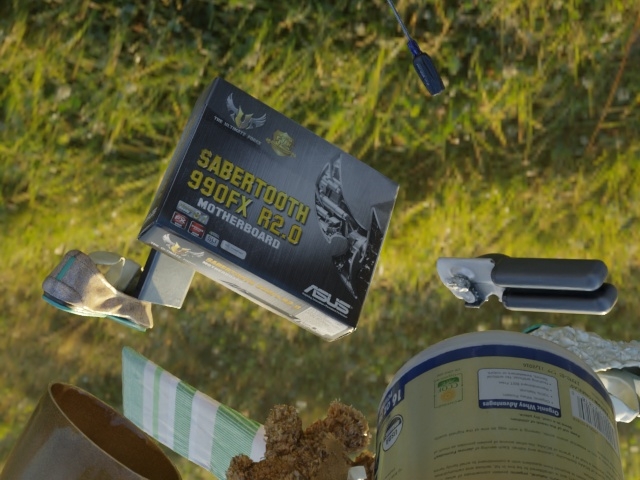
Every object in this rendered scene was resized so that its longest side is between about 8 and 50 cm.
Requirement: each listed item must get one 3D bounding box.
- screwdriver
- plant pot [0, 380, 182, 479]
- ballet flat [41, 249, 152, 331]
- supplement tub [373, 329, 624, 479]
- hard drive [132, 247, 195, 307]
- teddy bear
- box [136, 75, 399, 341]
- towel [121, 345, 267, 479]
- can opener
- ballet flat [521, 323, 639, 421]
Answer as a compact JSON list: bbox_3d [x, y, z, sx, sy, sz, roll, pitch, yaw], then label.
[{"bbox_3d":[0.096,-0.242,1.329,0.024,0.170,0.025,-30,-179,-14],"label":"screwdriver"},{"bbox_3d":[-0.368,0.369,1.636,0.237,0.237,0.254,40,90,-34],"label":"plant pot"},{"bbox_3d":[-0.327,0.076,1.826,0.107,0.106,0.316,24,176,15],"label":"ballet flat"},{"bbox_3d":[0.154,0.258,0.998,0.228,0.316,0.228,3,128,4],"label":"supplement tub"},{"bbox_3d":[-0.231,0.034,1.804,0.022,0.135,0.094,26,-174,39],"label":"hard drive"},{"bbox_3d":[-0.016,0.346,1.640,0.113,0.338,0.245,-23,104,33],"label":"teddy bear"},{"bbox_3d":[-0.046,-0.030,1.165,0.231,0.183,0.056,30,149,-18],"label":"box"},{"bbox_3d":[-0.216,0.332,2.068,0.325,0.038,0.248,29,144,14],"label":"towel"},{"bbox_3d":[0.264,0.045,1.505,0.280,0.093,0.074,4,131,52],"label":"can opener"},{"bbox_3d":[0.458,0.224,1.736,0.409,0.147,0.147,10,144,-27],"label":"ballet flat"}]
